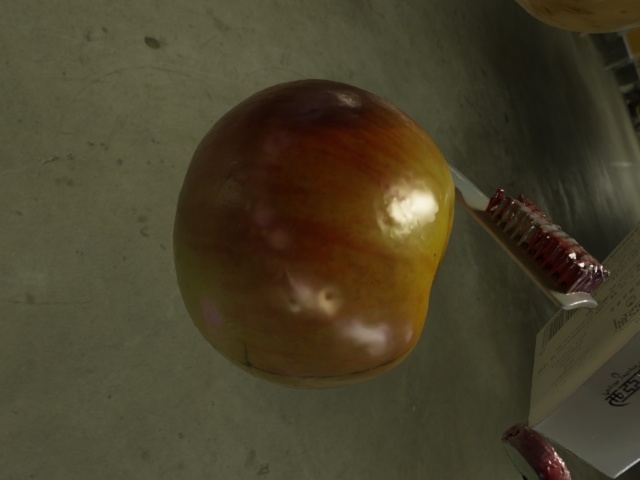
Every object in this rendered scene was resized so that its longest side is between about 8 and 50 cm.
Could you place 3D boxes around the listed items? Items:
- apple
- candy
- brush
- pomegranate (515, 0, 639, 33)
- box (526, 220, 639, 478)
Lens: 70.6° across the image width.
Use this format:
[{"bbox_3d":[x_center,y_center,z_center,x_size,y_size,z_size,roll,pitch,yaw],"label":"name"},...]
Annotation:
[{"bbox_3d":[0.000,0.000,0.434,0.286,0.232,0.286,11,90,-72],"label":"apple"},{"bbox_3d":[0.306,0.315,0.648,0.043,0.103,0.103,-33,104,-9],"label":"candy"},{"bbox_3d":[0.182,-0.053,0.507,0.060,0.050,0.321,3,37,-30],"label":"brush"},{"bbox_3d":[0.194,-0.241,0.274,0.215,0.215,0.216,22,59,-43],"label":"pomegranate"},{"bbox_3d":[0.389,0.117,0.556,0.116,0.274,0.203,30,35,11],"label":"box"}]
